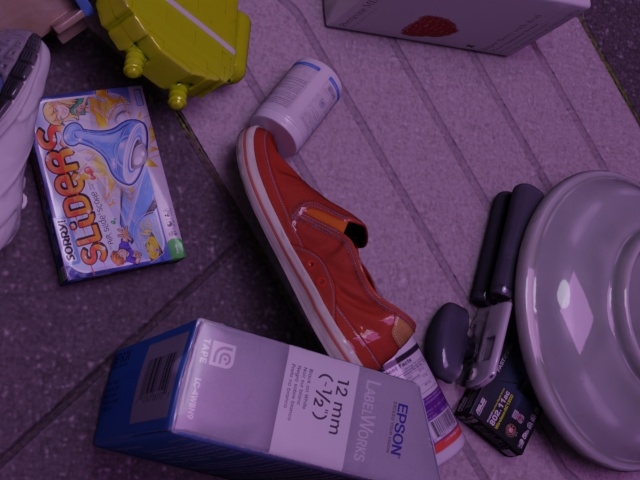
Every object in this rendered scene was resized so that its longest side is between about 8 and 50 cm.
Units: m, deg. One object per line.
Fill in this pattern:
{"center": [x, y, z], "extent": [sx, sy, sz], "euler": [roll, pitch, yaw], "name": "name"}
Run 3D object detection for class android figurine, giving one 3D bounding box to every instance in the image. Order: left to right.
{"center": [-0.166, -0.266, 1.167], "extent": [0.248, 0.056, 0.272], "euler": [33, 44, -40], "name": "android figurine"}

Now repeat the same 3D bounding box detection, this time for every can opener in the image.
{"center": [0.206, 0.050, 1.325], "extent": [0.095, 0.076, 0.283], "euler": [26, 65, -21], "name": "can opener"}

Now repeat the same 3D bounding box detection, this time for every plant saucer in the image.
{"center": [0.418, 0.096, 1.370], "extent": [0.400, 0.100, 0.400], "euler": [9, 75, -37], "name": "plant saucer"}

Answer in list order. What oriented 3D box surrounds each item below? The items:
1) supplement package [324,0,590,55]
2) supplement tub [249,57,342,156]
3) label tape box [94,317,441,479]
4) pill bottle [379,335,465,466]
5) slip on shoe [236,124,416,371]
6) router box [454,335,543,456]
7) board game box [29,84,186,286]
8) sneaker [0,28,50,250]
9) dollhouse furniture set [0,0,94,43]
{"center": [0.168, -0.363, 1.351], "extent": [0.293, 0.177, 0.175], "euler": [4, 76, -27], "name": "supplement package"}
{"center": [-0.028, -0.159, 1.258], "extent": [0.071, 0.071, 0.107], "euler": [43, 62, -12], "name": "supplement tub"}
{"center": [-0.022, 0.190, 1.067], "extent": [0.348, 0.249, 0.115], "euler": [17, 70, -23], "name": "label tape box"}
{"center": [0.077, 0.168, 1.208], "extent": [0.108, 0.108, 0.193], "euler": [-27, 90, -30], "name": "pill bottle"}
{"center": [0.000, 0.000, 1.156], "extent": [0.101, 0.123, 0.331], "euler": [-30, 61, 2], "name": "slip on shoe"}
{"center": [0.233, 0.194, 1.324], "extent": [0.092, 0.038, 0.122], "euler": [39, 63, -13], "name": "router box"}
{"center": [-0.236, -0.062, 1.143], "extent": [0.136, 0.035, 0.201], "euler": [-13, 83, -30], "name": "board game box"}
{"center": [-0.341, -0.069, 1.039], "extent": [0.111, 0.129, 0.297], "euler": [17, 78, 24], "name": "sneaker"}
{"center": [-0.439, -0.272, 1.075], "extent": [0.286, 0.198, 0.303], "euler": [-40, 130, -9], "name": "dollhouse furniture set"}
